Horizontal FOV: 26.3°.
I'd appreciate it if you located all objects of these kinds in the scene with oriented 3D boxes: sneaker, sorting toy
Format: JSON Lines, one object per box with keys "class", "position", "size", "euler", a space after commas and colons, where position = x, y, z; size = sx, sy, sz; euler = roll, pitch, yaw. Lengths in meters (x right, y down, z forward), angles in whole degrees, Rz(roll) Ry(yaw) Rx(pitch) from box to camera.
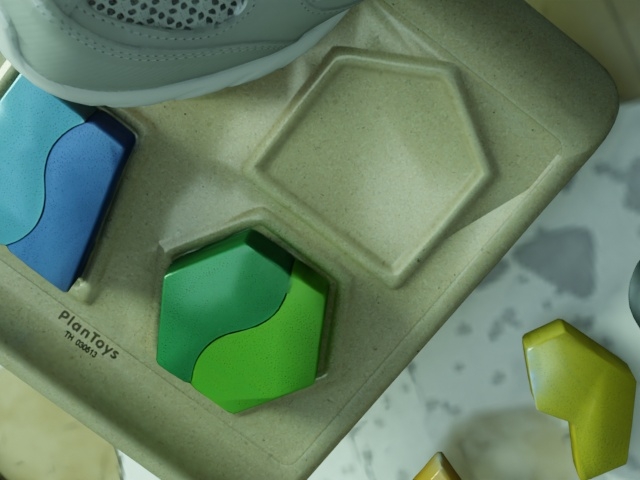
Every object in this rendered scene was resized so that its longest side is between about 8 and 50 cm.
{"class": "sneaker", "position": [0.020, -0.137, 0.421], "size": [0.281, 0.115, 0.105], "euler": [-31, 90, -18]}
{"class": "sorting toy", "position": [0.000, 0.000, 0.509], "size": [0.307, 0.041, 0.229], "euler": [37, 102, -7]}

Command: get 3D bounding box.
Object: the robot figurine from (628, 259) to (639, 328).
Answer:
{"class": "robot figurine", "position": [0.204, 0.080, 0.381], "size": [0.174, 0.209, 0.278], "euler": [-28, 119, 30]}
